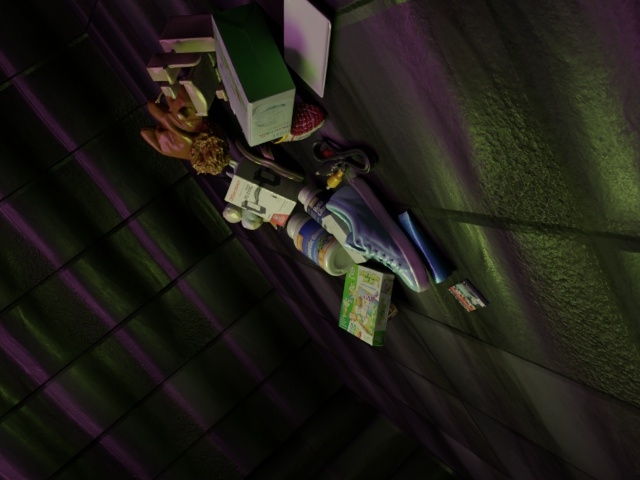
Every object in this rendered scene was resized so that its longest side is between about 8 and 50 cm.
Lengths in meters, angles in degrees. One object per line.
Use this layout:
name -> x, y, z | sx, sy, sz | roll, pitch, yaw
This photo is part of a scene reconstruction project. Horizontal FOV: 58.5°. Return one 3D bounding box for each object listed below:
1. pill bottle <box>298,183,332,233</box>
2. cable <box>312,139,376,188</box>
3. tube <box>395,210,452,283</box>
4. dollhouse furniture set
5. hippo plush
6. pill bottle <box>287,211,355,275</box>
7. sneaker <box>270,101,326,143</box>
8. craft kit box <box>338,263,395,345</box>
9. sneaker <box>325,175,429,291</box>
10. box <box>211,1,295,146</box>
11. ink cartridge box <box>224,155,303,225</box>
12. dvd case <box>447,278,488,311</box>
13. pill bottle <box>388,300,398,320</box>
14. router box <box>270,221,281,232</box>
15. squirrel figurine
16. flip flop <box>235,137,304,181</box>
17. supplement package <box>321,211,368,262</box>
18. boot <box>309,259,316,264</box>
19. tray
pill bottle -> 0.007, -0.108, 1.863 | 0.169, 0.094, 0.094 | 42, 163, 25
cable -> 0.065, -0.227, 1.549 | 0.287, 0.072, 0.140 | -11, 95, 58
tube -> 0.270, 0.016, 1.512 | 0.207, 0.052, 0.080 | 56, 160, -1
dollhouse furniture set -> -0.314, -0.471, 1.685 | 0.173, 0.303, 0.356 | 3, 147, 16
hippo plush -> -0.257, -0.215, 2.263 | 0.237, 0.234, 0.294 | 114, 159, -54
pill bottle -> 0.000, 0.000, 2.027 | 0.272, 0.152, 0.152 | 35, 158, 43
sneaker -> -0.054, -0.325, 1.573 | 0.225, 0.092, 0.088 | -2, 96, 54
craft kit box -> 0.157, 0.213, 1.993 | 0.060, 0.247, 0.250 | 9, -177, -26
sneaker -> 0.148, 0.009, 1.563 | 0.366, 0.150, 0.135 | 55, 176, 15
box -> -0.174, -0.413, 1.452 | 0.231, 0.126, 0.262 | 106, 142, -72
ink cartridge box -> -0.205, -0.174, 2.038 | 0.237, 0.100, 0.172 | 24, 145, -8
dvd case -> 0.393, 0.149, 1.533 | 0.087, 0.013, 0.119 | 48, 166, 6
pill bottle -> 0.207, 0.282, 2.109 | 0.086, 0.152, 0.086 | 45, 164, 17
router box -> -0.204, -0.118, 2.526 | 0.133, 0.046, 0.179 | 48, 165, 7
squirrel figurine -> -0.469, -0.443, 2.183 | 0.397, 0.281, 0.370 | 50, 153, -3
flip flop -> -0.167, -0.288, 1.962 | 0.277, 0.080, 0.112 | 30, -167, 18
supplement package -> 0.107, -0.032, 1.743 | 0.179, 0.105, 0.105 | 52, 164, -4
boot -> -0.030, 0.011, 2.215 | 0.305, 0.115, 0.112 | 29, 156, 56
tray -> -0.025, -0.447, 1.279 | 0.145, 0.030, 0.270 | 46, 164, 12
